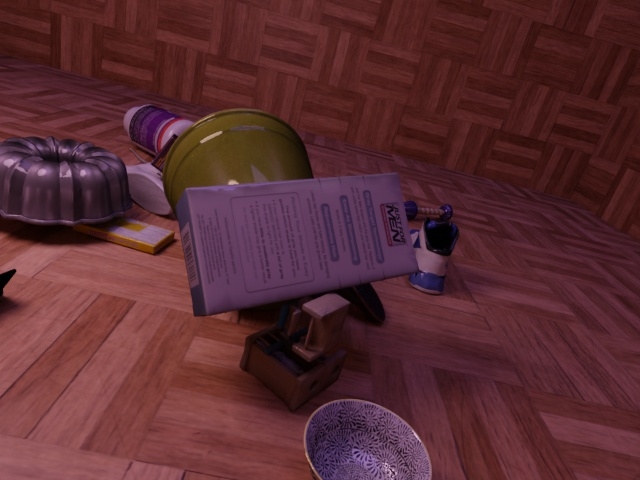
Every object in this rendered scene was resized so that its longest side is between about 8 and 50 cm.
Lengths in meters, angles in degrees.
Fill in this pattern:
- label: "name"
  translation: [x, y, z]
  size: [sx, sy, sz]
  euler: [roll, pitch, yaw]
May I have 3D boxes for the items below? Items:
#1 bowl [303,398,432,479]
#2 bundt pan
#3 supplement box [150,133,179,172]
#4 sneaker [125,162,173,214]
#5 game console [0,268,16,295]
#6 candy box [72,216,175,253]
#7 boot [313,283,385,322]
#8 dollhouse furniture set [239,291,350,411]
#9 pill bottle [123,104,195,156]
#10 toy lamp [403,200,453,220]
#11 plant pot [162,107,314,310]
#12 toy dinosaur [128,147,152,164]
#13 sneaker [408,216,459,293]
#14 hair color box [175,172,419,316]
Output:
- label: "bowl"
  translation: [0.052, 0.300, 0.578]
  size: [0.170, 0.080, 0.170]
  euler: [13, 22, -5]
- label: "bundt pan"
  translation: [-0.615, -0.158, 1.036]
  size: [0.331, 0.124, 0.331]
  euler: [12, 22, -5]
- label: "supplement box"
  translation: [-0.389, -0.213, 1.307]
  size: [0.188, 0.104, 0.081]
  euler: [39, 8, -23]
- label: "sneaker"
  translation: [-0.481, -0.169, 1.302]
  size: [0.293, 0.108, 0.169]
  euler: [26, 28, 27]
- label: "game console"
  translation: [-0.584, 0.078, 0.710]
  size: [0.107, 0.071, 0.122]
  euler: [20, 23, 11]
- label: "candy box"
  translation: [-0.474, -0.023, 1.071]
  size: [0.206, 0.027, 0.105]
  euler: [16, 25, 4]
- label: "boot"
  translation: [0.051, 0.119, 1.027]
  size: [0.219, 0.106, 0.082]
  euler: [52, 28, 11]
- label: "dollhouse furniture set"
  translation: [-0.030, 0.152, 0.737]
  size: [0.129, 0.183, 0.129]
  euler: [29, 26, 30]
- label: "pill bottle"
  translation: [-0.606, -0.408, 1.683]
  size: [0.323, 0.181, 0.181]
  euler: [29, 26, 28]
- label: "toy lamp"
  translation: [0.421, -0.120, 1.790]
  size: [0.275, 0.080, 0.080]
  euler: [-1, 27, -32]
- label: "plant pot"
  translation: [-0.145, -0.048, 0.979]
  size: [0.367, 0.366, 0.353]
  euler: [3, 37, -27]
- label: "toy dinosaur"
  translation: [-0.497, -0.236, 1.463]
  size: [0.118, 0.064, 0.268]
  euler: [25, 3, 29]
- label: "sneaker"
  translation: [0.334, 0.010, 1.299]
  size: [0.128, 0.182, 0.315]
  euler: [16, 23, -1]
- label: "hair color box"
  translation: [-0.030, -0.001, 0.739]
  size: [0.375, 0.185, 0.114]
  euler: [-8, -6, -26]
